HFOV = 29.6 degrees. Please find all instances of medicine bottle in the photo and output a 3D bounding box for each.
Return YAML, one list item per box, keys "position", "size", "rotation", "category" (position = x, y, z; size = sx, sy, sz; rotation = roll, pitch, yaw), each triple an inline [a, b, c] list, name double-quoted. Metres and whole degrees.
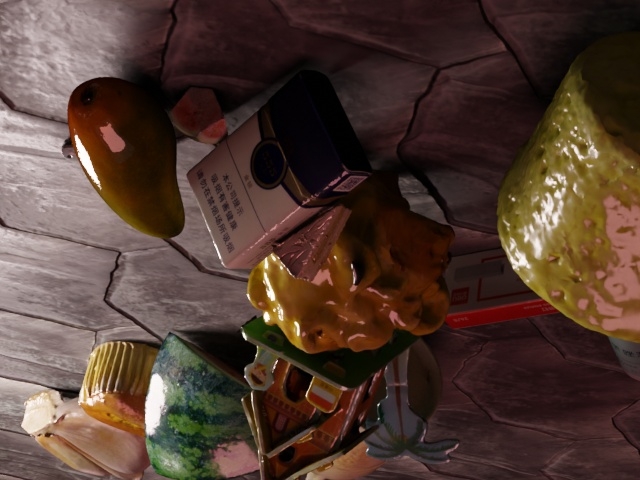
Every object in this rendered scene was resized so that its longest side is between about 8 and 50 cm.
- position: [0.055, 0.330, 2.326]
  size: [0.236, 0.235, 0.406]
  rotation: [15, 148, -12]
  category: "medicine bottle"
- position: [0.509, 0.112, 1.970]
  size: [0.110, 0.110, 0.352]
  rotation: [-6, 147, 23]
  category: "medicine bottle"

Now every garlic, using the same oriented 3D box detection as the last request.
- position: [-0.497, 0.431, 2.734]
  size: [0.325, 0.132, 0.279]
  rotation: [30, 144, -29]
  category: "garlic"

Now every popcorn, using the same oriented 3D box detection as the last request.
- position: [0.042, 0.019, 1.774]
  size: [0.316, 0.297, 0.281]
  rotation: [-11, -167, -2]
  category: "popcorn"

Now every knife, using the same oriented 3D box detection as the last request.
- position: [-0.315, -0.138, 1.834]
  size: [0.162, 0.023, 0.044]
  rotation: [1, 136, 11]
  category: "knife"

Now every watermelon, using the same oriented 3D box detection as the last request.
- position: [-0.160, -0.173, 1.704]
  size: [0.072, 0.084, 0.092]
  rotation: [-41, 166, 28]
  category: "watermelon"
- position: [-0.183, 0.307, 2.391]
  size: [0.283, 0.292, 0.250]
  rotation: [7, 126, 19]
  category: "watermelon"

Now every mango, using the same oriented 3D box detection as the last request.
- position: [-0.277, -0.120, 1.738]
  size: [0.146, 0.129, 0.289]
  rotation: [2, 138, 5]
  category: "mango"

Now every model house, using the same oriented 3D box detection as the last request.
- position: [0.030, 0.302, 1.959]
  size: [0.340, 0.300, 0.323]
  rotation: [27, 112, 18]
  category: "model house"

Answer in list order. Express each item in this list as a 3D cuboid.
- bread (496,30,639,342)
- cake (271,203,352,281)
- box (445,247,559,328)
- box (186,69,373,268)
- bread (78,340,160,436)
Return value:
- position: [0.404, -0.075, 1.467]
  size: [0.348, 0.348, 0.307]
  rotation: [8, 143, 0]
  category: "bread"
- position: [0.000, 0.000, 1.633]
  size: [0.121, 0.065, 0.052]
  rotation: [-38, 155, 23]
  category: "cake"
- position: [0.307, 0.067, 1.934]
  size: [0.229, 0.122, 0.050]
  rotation: [-12, 140, 31]
  category: "box"
- position: [-0.060, -0.092, 1.656]
  size: [0.071, 0.168, 0.259]
  rotation: [0, 149, -48]
  category: "box"
- position: [-0.349, 0.328, 2.500]
  size: [0.288, 0.156, 0.204]
  rotation: [25, 148, -29]
  category: "bread"
